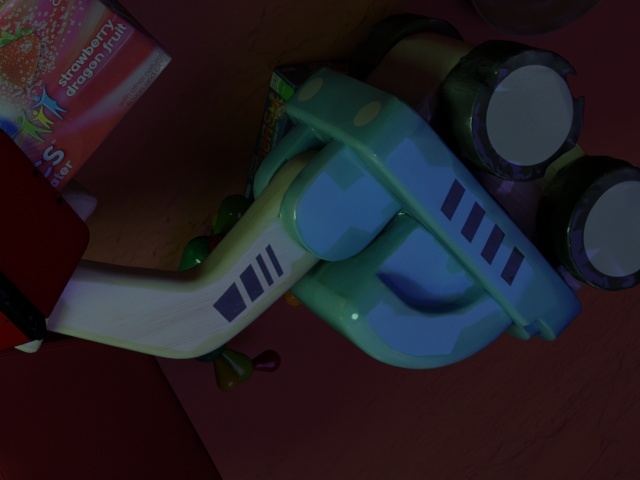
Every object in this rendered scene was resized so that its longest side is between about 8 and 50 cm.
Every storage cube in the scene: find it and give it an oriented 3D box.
[{"bbox_3d":[-0.220,0.215,1.474,0.215,0.193,0.183,-10,144,-37],"label":"storage cube"}]

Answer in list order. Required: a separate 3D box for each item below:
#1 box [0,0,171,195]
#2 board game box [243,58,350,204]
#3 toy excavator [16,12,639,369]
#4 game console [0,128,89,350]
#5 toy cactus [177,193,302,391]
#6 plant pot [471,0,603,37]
[{"bbox_3d":[-0.274,-0.084,1.238,0.300,0.142,0.154,-49,140,3],"label":"box"},{"bbox_3d":[0.034,-0.100,1.583,0.201,0.035,0.136,-10,129,-36],"label":"board game box"},{"bbox_3d":[0.000,0.000,1.413,0.445,0.222,0.433,-48,119,-6],"label":"toy excavator"},{"bbox_3d":[-0.245,0.007,1.218,0.124,0.085,0.144,-17,142,14],"label":"game console"},{"bbox_3d":[-0.101,0.062,1.566,0.180,0.112,0.219,-16,144,-18],"label":"toy cactus"},{"bbox_3d":[0.217,-0.295,1.581,0.236,0.032,0.236,-23,135,-25],"label":"plant pot"}]
